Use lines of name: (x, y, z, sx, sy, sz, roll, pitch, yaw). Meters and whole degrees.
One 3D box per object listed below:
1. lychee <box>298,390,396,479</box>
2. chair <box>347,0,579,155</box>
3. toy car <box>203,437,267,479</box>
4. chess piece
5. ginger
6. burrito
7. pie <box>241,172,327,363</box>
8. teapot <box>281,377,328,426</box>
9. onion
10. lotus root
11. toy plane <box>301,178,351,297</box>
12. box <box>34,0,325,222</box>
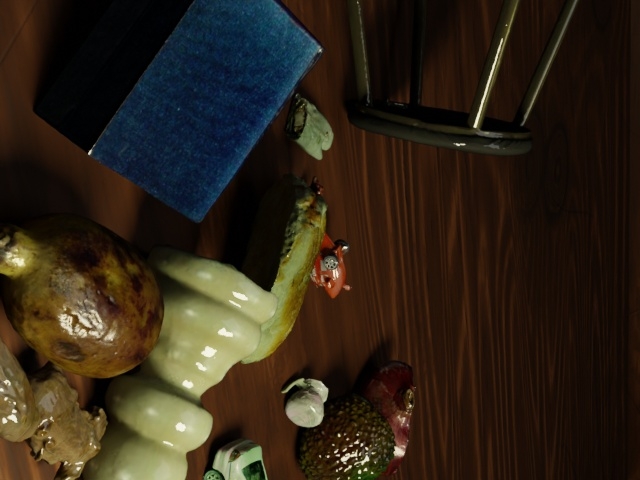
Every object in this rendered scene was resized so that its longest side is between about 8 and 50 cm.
lychee: (0.040, 0.341, 2.180, 0.171, 0.171, 0.171, -28, 123, -57)
chair: (0.219, -0.361, 2.104, 0.362, 0.364, 0.410, -11, 112, -62)
toy car: (-0.124, 0.410, 1.958, 0.090, 0.076, 0.224, -12, 108, -63)
chess piece: (-0.196, 0.189, 1.668, 0.182, 0.182, 0.330, 44, 66, -58)
ginger: (-0.328, 0.181, 1.485, 0.122, 0.084, 0.290, -62, 147, -19)
burrito: (-0.013, -0.171, 2.033, 0.118, 0.044, 0.074, 35, 63, -56)
pie: (-0.062, 0.039, 1.873, 0.257, 0.105, 0.275, -107, -145, -84)
teapot: (-0.026, 0.255, 2.127, 0.083, 0.064, 0.064, 46, 42, -19)
onion: (0.106, 0.305, 2.331, 0.151, 0.098, 0.206, 114, -13, -60)
lotus root: (-0.270, 0.060, 1.479, 0.314, 0.141, 0.169, 43, 33, -57)
toy plane: (0.003, -0.002, 2.087, 0.126, 0.077, 0.194, -15, 102, -70)
box: (-0.159, -0.194, 1.572, 0.279, 0.116, 0.261, -53, 149, -1)
